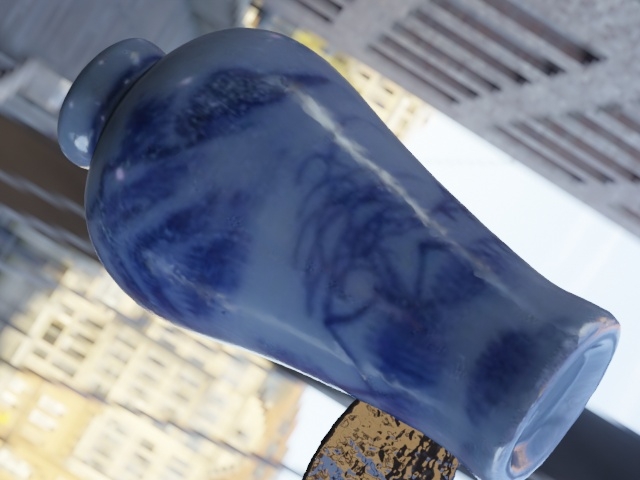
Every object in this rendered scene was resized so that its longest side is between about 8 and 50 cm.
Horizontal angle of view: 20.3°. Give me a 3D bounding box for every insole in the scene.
[{"bbox_3d":[0.007,0.219,1.294,0.328,0.111,0.007,-51,-162,-11],"label":"insole"}]

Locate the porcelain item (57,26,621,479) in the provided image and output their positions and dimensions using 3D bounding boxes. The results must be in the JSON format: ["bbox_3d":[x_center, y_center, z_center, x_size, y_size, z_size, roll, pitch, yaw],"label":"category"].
[{"bbox_3d":[0.000,0.000,0.772,0.141,0.259,0.141,-47,158,-26],"label":"porcelain item"}]
